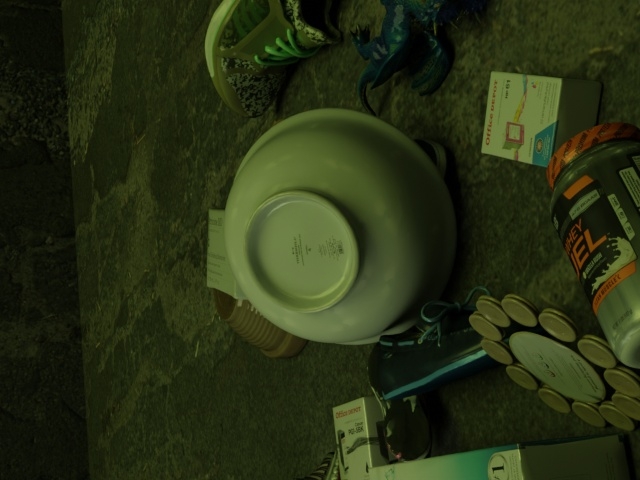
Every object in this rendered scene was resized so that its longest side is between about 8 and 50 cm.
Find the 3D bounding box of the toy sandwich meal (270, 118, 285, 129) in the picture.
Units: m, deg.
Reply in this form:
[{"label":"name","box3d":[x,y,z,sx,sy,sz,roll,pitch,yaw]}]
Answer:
[{"label":"toy sandwich meal","box3d":[-0.060,-0.156,1.668,0.085,0.029,0.086,-3,86,60]}]

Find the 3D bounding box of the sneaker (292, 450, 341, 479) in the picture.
[{"label":"sneaker","box3d":[-0.005,0.333,1.402,0.170,0.074,0.063,-62,-37,-74]}]

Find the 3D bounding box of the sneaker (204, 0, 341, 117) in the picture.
[{"label":"sneaker","box3d":[-0.052,-0.323,1.553,0.182,0.158,0.410,52,142,29]}]

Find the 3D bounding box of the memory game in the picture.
[{"label":"memory game","box3d":[0.215,0.111,0.943,0.012,0.186,0.186,-50,16,-21]}]

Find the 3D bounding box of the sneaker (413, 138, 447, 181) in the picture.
[{"label":"sneaker","box3d":[0.042,-0.091,1.294,0.226,0.163,0.086,6,93,63]}]

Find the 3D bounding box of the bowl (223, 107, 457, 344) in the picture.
[{"label":"bowl","box3d":[0.000,0.000,1.215,0.297,0.134,0.298,6,106,21]}]

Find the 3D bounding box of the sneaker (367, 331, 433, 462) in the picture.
[{"label":"sneaker","box3d":[0.100,0.200,1.266,0.077,0.071,0.178,69,-164,-50]}]

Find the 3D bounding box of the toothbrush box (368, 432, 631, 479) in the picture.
[{"label":"toothbrush box","box3d":[0.176,0.315,1.028,0.295,0.126,0.216,148,119,-62]}]

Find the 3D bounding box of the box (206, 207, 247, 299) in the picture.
[{"label":"box","box3d":[-0.053,0.016,1.445,0.181,0.181,0.119,-173,85,-71]}]

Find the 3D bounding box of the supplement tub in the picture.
[{"label":"supplement tub","box3d":[0.265,0.001,0.868,0.117,0.117,0.190,119,143,-45]}]

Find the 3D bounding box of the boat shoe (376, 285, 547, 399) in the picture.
[{"label":"boat shoe","box3d":[0.131,0.106,1.123,0.258,0.109,0.089,-30,68,47]}]

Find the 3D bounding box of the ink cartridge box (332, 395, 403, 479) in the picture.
[{"label":"ink cartridge box","box3d":[0.065,0.273,1.343,0.099,0.056,0.135,144,123,-60]}]

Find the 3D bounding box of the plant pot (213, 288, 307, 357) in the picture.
[{"label":"plant pot","box3d":[-0.101,0.069,1.648,0.237,0.109,0.238,-179,90,-66]}]

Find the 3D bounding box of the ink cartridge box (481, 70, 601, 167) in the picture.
[{"label":"ink cartridge box","box3d":[0.219,-0.122,1.048,0.122,0.052,0.089,-154,68,-64]}]

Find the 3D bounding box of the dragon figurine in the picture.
[{"label":"dragon figurine","box3d":[0.101,-0.229,1.263,0.289,0.085,0.144,-62,36,41]}]
